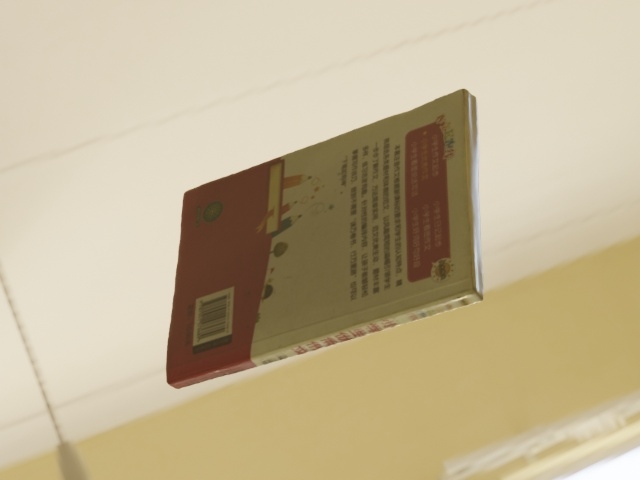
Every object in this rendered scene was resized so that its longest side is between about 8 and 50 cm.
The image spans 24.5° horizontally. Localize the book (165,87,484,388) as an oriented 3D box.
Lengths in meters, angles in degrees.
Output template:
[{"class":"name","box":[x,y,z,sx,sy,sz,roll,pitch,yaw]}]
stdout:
[{"class":"book","box":[0.000,0.000,0.976,0.231,0.162,0.022,-18,-39,26]}]
